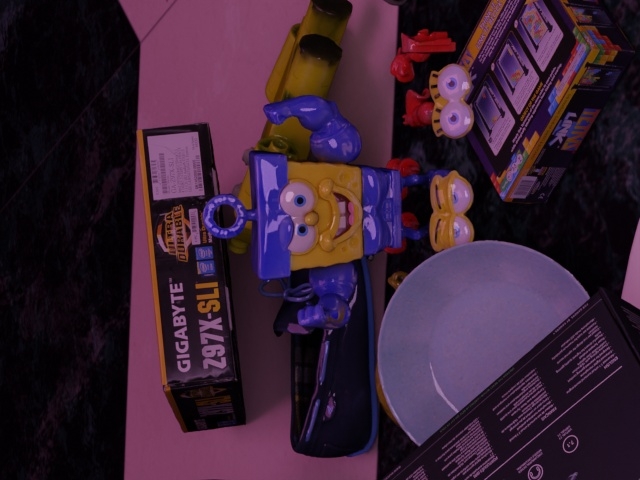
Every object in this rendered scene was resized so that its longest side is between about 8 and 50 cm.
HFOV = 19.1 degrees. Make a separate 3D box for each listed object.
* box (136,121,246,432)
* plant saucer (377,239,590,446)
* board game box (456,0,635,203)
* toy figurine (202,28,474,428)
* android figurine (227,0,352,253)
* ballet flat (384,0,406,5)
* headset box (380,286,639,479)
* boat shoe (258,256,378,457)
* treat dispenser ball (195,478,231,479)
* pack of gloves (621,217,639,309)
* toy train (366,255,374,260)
[{"bbox_3d":[-0.128,0.048,1.938,0.322,0.079,0.257,94,167,-77],"label":"box"},{"bbox_3d":[0.144,0.096,1.557,0.195,0.037,0.195,2,94,20],"label":"plant saucer"},{"bbox_3d":[0.176,-0.139,1.566,0.170,0.048,0.141,-63,37,39],"label":"board game box"},{"bbox_3d":[0.000,0.000,1.648,0.191,0.217,0.362,-154,62,-72],"label":"toy figurine"},{"bbox_3d":[-0.036,-0.105,1.854,0.248,0.056,0.273,-78,9,-50],"label":"android figurine"},{"bbox_3d":[0.098,-0.300,1.706,0.068,0.072,0.213,44,134,17],"label":"ballet flat"},{"bbox_3d":[0.194,0.225,1.299,0.246,0.131,0.283,-44,42,19],"label":"headset box"},{"bbox_3d":[-0.001,0.079,1.810,0.109,0.089,0.258,154,109,-67],"label":"boat shoe"},{"bbox_3d":[-0.101,0.373,1.806,0.288,0.288,0.288,-1,88,60],"label":"treat dispenser ball"},{"bbox_3d":[0.304,-0.001,1.363,0.195,0.046,0.232,47,138,49],"label":"pack of gloves"},{"bbox_3d":[0.032,-0.006,1.850,0.083,0.017,0.023,43,115,52],"label":"toy train"}]
